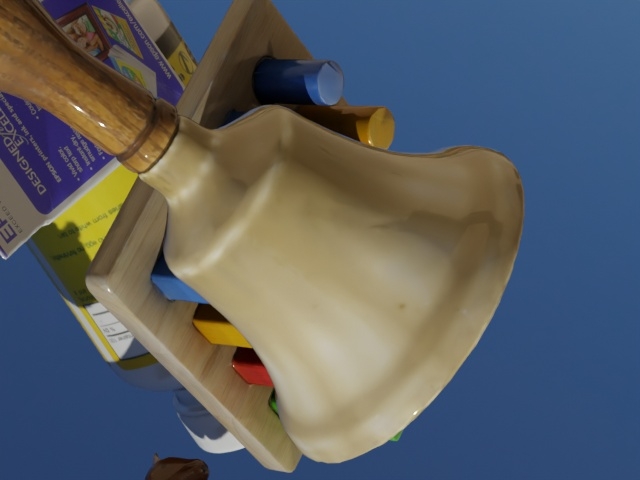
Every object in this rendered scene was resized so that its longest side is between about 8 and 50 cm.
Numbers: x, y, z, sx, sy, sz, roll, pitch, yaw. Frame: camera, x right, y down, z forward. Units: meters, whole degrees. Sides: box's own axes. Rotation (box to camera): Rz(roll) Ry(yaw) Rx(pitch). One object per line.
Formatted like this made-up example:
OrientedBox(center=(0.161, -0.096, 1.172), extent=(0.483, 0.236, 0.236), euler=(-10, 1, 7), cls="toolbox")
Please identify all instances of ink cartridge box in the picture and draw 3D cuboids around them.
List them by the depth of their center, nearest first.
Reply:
OrientedBox(center=(-0.191, -0.114, 1.083), extent=(0.206, 0.045, 0.208), euler=(56, -142, -11), cls="ink cartridge box")

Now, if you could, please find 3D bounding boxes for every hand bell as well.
OrientedBox(center=(-0.064, -0.037, 0.621), extent=(0.242, 0.126, 0.126), euler=(33, -157, -23), cls="hand bell")

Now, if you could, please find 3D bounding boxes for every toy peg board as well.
OrientedBox(center=(0.000, 0.000, 0.855), extent=(0.079, 0.161, 0.160), euler=(4, 147, 37), cls="toy peg board")

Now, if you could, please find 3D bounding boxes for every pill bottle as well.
OrientedBox(center=(-0.122, -0.007, 1.486), extent=(0.334, 0.188, 0.188), euler=(58, -160, -17), cls="pill bottle")

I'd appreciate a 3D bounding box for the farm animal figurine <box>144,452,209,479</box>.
OrientedBox(center=(-0.069, 0.265, 1.327), extent=(0.330, 0.327, 0.172), euler=(20, -154, -35), cls="farm animal figurine")
